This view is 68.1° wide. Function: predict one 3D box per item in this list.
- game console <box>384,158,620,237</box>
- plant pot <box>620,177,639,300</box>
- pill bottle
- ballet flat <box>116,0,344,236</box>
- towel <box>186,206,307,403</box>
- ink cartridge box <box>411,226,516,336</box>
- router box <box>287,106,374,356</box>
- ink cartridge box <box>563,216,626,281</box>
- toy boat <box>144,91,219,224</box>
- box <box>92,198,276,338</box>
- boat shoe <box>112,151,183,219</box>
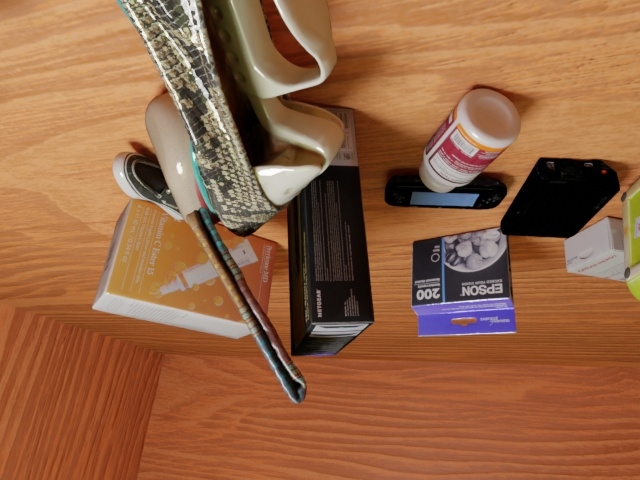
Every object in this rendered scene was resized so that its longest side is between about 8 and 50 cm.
[{"bbox_3d":[0.292,-0.069,0.821,0.360,0.044,0.213,3,156,7],"label":"game console"},{"bbox_3d":[0.567,-0.020,0.656,0.207,0.228,0.227,10,158,8],"label":"plant pot"},{"bbox_3d":[0.196,-0.129,0.652,0.085,0.086,0.152,10,157,-10],"label":"pill bottle"},{"bbox_3d":[-0.069,-0.155,0.471,0.181,0.164,0.483,7,144,17],"label":"ballet flat"},{"bbox_3d":[-0.114,0.096,0.735,0.040,0.272,0.370,-30,179,-13],"label":"towel"},{"bbox_3d":[0.287,0.088,0.975,0.206,0.209,0.045,-11,154,34],"label":"ink cartridge box"},{"bbox_3d":[0.000,0.000,0.710,0.080,0.309,0.243,0,157,-9],"label":"router box"},{"bbox_3d":[0.593,0.023,0.923,0.174,0.073,0.127,10,157,-9],"label":"ink cartridge box"},{"bbox_3d":[-0.163,-0.128,0.712,0.151,0.151,0.231,-22,161,-13],"label":"toy boat"},{"bbox_3d":[-0.298,0.077,1.076,0.345,0.215,0.168,18,153,-28],"label":"box"},{"bbox_3d":[-0.275,-0.098,0.853,0.070,0.078,0.219,-2,163,19],"label":"boat shoe"}]
